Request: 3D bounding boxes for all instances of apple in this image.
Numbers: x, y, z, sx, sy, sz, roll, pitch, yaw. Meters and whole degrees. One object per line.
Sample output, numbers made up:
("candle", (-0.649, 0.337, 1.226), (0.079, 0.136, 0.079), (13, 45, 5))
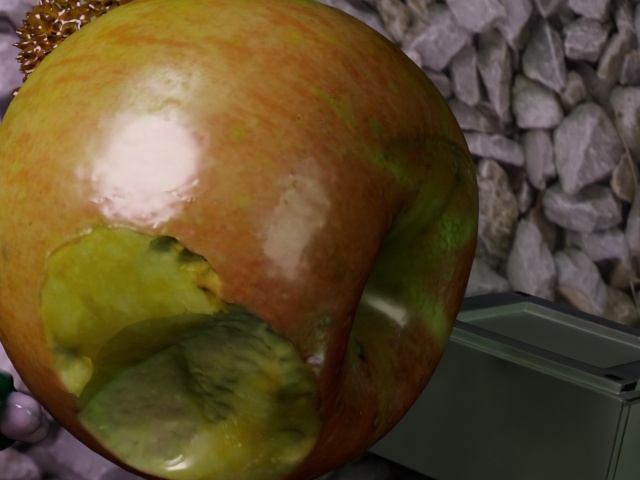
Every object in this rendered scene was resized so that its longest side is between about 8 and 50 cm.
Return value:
("apple", (-0.067, -0.004, 1.127), (0.339, 0.339, 0.340), (10, 71, -31))

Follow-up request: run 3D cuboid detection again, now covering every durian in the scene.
("durian", (-0.166, -0.126, 1.307), (0.168, 0.137, 0.158), (-12, 104, -27))

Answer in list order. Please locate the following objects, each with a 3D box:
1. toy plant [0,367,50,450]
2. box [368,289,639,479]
("toy plant", (-0.303, 0.074, 1.100), (0.243, 0.232, 0.113), (42, 58, -33))
("box", (0.181, 0.126, 1.355), (0.225, 0.225, 0.117), (-6, 110, -55))
